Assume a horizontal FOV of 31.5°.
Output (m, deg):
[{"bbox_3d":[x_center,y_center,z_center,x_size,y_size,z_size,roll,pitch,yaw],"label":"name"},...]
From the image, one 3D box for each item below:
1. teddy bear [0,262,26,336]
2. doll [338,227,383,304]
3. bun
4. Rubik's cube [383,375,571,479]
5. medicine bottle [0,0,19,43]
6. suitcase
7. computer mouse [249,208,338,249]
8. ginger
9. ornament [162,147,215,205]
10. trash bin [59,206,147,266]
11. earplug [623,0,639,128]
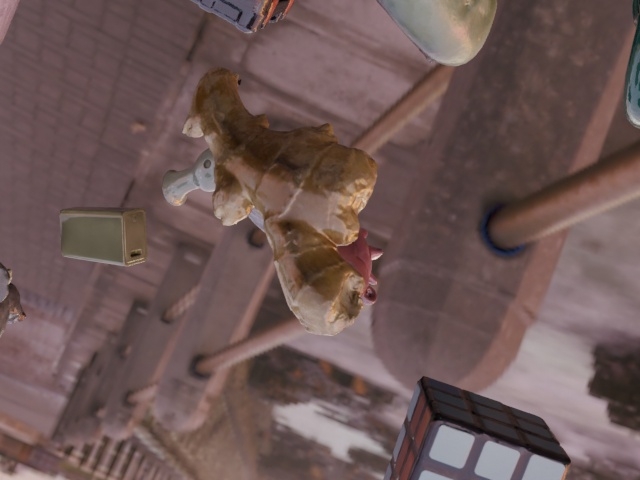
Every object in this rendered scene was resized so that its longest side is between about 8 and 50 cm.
[{"bbox_3d":[-0.429,0.057,1.275,0.171,0.144,0.251,-12,-173,-13],"label":"teddy bear"},{"bbox_3d":[0.000,0.000,1.820,0.093,0.211,0.262,-40,81,41],"label":"doll"},{"bbox_3d":[0.178,-0.424,1.771,0.293,0.187,0.293,50,-164,-20],"label":"bun"},{"bbox_3d":[0.165,0.266,1.265,0.162,0.163,0.160,17,-172,-3],"label":"Rubik's cube"},{"bbox_3d":[-0.457,-0.273,1.239,0.235,0.236,0.406,27,121,-16],"label":"medicine bottle"},{"bbox_3d":[-0.142,-0.366,1.560,0.206,0.066,0.285,28,-164,-2],"label":"suitcase"},{"bbox_3d":[-0.027,-0.067,1.382,0.147,0.088,0.264,26,163,7],"label":"computer mouse"},{"bbox_3d":[-0.041,-0.061,1.074,0.081,0.148,0.334,20,-157,-53],"label":"ginger"},{"bbox_3d":[-0.204,-0.115,1.990,0.156,0.075,0.081,-22,131,36],"label":"ornament"},{"bbox_3d":[-0.243,-0.006,1.261,0.092,0.061,0.043,4,-170,26],"label":"trash bin"},{"bbox_3d":[0.467,-0.297,1.394,0.258,0.280,0.164,65,166,-7],"label":"earplug"}]
